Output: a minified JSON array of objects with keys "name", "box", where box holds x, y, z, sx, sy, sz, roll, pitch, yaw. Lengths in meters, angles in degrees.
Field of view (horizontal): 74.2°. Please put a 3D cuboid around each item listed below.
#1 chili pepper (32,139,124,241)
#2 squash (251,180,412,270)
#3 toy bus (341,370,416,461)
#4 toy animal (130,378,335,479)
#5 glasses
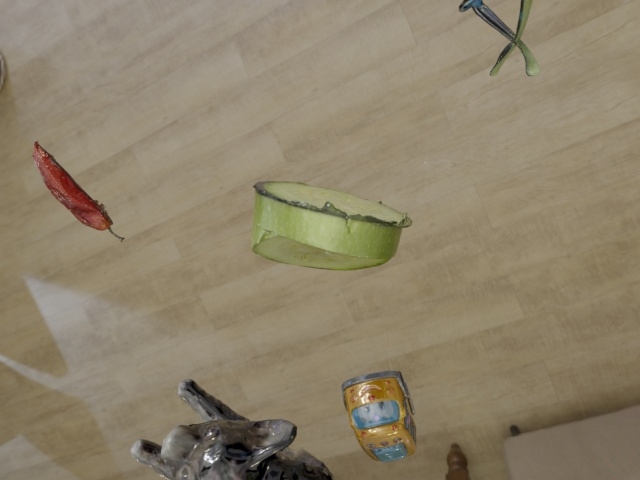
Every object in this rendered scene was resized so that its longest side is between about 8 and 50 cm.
[{"name":"chili pepper","box":[-0.421,-0.070,0.736,0.050,0.268,0.059,-42,65,-17]},{"name":"squash","box":[0.007,-0.007,0.582,0.220,0.220,0.133,14,96,11]},{"name":"toy bus","box":[0.123,0.351,0.833,0.126,0.136,0.209,-16,138,9]},{"name":"toy animal","box":[-0.100,0.382,0.670,0.344,0.194,0.303,44,153,-27]},{"name":"glasses","box":[0.301,-0.372,0.706,0.102,0.239,0.207,-1,100,2]}]
